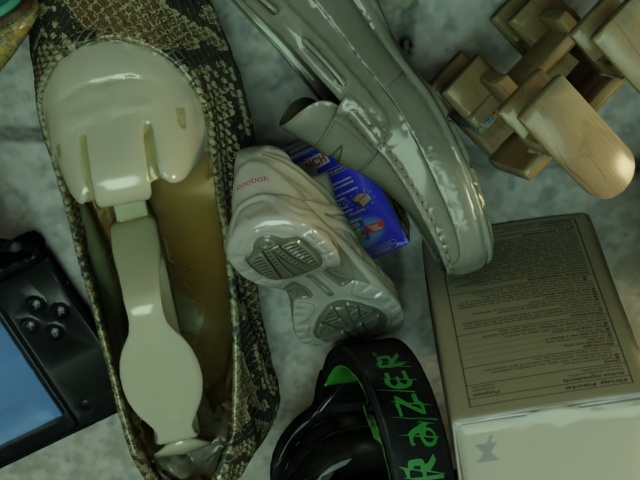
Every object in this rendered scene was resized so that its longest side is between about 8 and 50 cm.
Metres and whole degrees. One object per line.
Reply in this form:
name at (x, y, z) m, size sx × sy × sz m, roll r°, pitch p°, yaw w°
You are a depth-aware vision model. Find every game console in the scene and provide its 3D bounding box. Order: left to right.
game console at (-0.336, 0.122, 1.562) m, size 0.293 × 0.173 × 0.250 m, roll -26°, pitch 111°, yaw 12°

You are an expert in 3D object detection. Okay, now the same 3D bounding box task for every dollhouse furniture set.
dollhouse furniture set at (0.234, -0.124, 1.432) m, size 0.242 × 0.212 × 0.161 m, roll -46°, pitch 108°, yaw -4°

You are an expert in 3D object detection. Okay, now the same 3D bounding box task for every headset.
headset at (0.016, 0.251, 1.564) m, size 0.185 × 0.243 × 0.394 m, roll -7°, pitch 140°, yaw -13°

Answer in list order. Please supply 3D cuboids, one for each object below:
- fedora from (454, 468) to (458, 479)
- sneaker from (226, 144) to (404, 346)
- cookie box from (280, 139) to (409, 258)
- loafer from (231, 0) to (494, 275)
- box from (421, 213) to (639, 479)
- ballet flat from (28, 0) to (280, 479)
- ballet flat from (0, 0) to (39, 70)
fedora at (0.261, 0.237, 1.583) m, size 0.334 × 0.334 × 0.152 m, roll 44°, pitch 77°, yaw -17°
sneaker at (0.000, 0.000, 1.500) m, size 0.090 × 0.115 × 0.232 m, roll -16°, pitch 147°, yaw 14°
cookie box at (0.009, -0.032, 1.563) m, size 0.092 × 0.040 × 0.107 m, roll -23°, pitch 113°, yaw 11°
loafer at (0.022, -0.104, 1.471) m, size 0.111 × 0.112 × 0.319 m, roll -32°, pitch 94°, yaw -7°
box at (0.162, 0.102, 1.475) m, size 0.148 × 0.311 × 0.121 m, roll -8°, pitch 114°, yaw 3°
ballet flat at (-0.126, -0.007, 1.497) m, size 0.164 × 0.182 × 0.483 m, roll -6°, pitch 114°, yaw 10°
ballet flat at (-0.361, -0.104, 1.494) m, size 0.348 × 0.123 × 0.123 m, roll -13°, pitch 114°, yaw 12°
